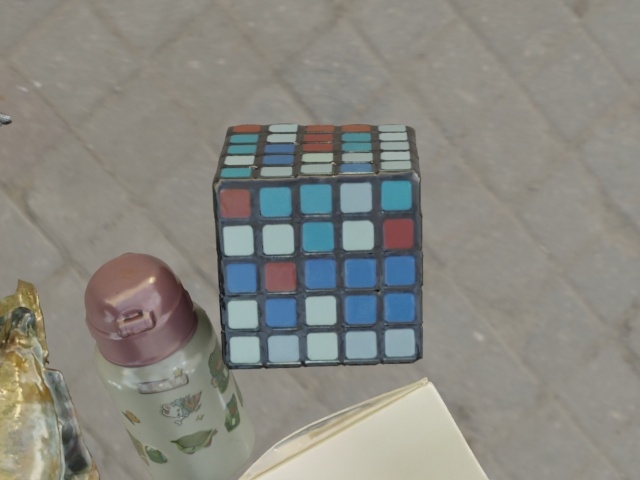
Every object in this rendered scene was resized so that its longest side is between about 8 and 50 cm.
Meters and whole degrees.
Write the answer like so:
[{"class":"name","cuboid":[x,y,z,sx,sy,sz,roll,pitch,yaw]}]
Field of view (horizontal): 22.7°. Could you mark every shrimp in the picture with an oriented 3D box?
[{"class":"shrimp","cuboid":[-0.227,0.184,1.312,0.077,0.168,0.317,-14,64,19]}]

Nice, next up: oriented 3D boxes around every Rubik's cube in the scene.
[{"class":"Rubik's cube","cuboid":[0.000,0.000,1.460,0.182,0.187,0.184,-1,108,2]}]

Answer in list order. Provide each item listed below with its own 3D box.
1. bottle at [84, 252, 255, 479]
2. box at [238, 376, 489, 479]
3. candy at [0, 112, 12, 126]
[{"class":"bottle","cuboid":[-0.147,0.118,1.503,0.120,0.120,0.253,-27,132,-11]},{"class":"box","cuboid":[0.037,0.164,0.683,0.095,0.212,0.168,-26,78,-9]},{"class":"candy","cuboid":[-0.434,-0.134,1.717,0.094,0.226,0.051,-41,129,-50]}]
